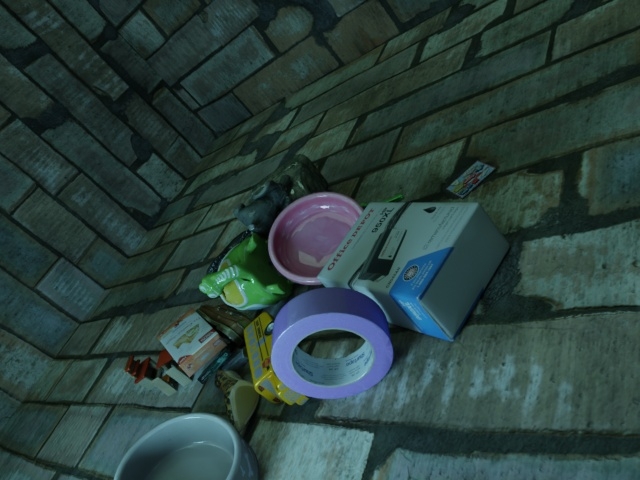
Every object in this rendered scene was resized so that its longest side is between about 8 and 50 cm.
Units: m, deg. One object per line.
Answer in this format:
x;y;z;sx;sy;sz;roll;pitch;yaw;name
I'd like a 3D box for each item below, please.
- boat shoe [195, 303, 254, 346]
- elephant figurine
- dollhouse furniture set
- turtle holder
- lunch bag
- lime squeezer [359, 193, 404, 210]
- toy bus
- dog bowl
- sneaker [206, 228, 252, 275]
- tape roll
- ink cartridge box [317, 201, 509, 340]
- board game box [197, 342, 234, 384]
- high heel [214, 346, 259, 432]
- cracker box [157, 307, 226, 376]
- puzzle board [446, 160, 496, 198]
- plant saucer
-0.328;0.277;1.807;0.104;0.111;0.307;-48;37;-19;boat shoe
-0.171;-0.135;1.777;0.239;0.169;0.186;-49;56;-3;elephant figurine
-0.570;0.426;1.871;0.259;0.135;0.262;-34;29;17;dollhouse furniture set
-0.228;0.132;1.691;0.227;0.243;0.320;-32;15;25;turtle holder
-0.130;-0.147;1.998;0.305;0.213;0.256;-31;24;20;lunch bag
0.135;-0.056;1.719;0.310;0.059;0.110;-44;59;-3;lime squeezer
-0.124;0.331;1.440;0.130;0.108;0.333;-41;28;5;toy bus
-0.327;0.563;1.234;0.348;0.102;0.349;-9;30;5;dog bowl
-0.367;0.065;2.163;0.286;0.109;0.130;-45;20;-23;sneaker
0.025;0.240;1.189;0.274;0.275;0.090;-33;30;19;tape roll
0.217;0.056;1.308;0.286;0.166;0.394;-53;29;-19;ink cartridge box
-0.326;0.385;1.633;0.126;0.026;0.186;-47;0;-8;board game box
-0.260;0.461;1.496;0.186;0.093;0.261;-46;30;32;high heel
-0.436;0.337;1.739;0.155;0.067;0.232;-40;34;-19;cracker box
0.438;-0.181;1.515;0.128;0.011;0.096;-42;28;2;puzzle board
0.000;0.000;1.645;0.331;0.084;0.332;-7;57;12;plant saucer
